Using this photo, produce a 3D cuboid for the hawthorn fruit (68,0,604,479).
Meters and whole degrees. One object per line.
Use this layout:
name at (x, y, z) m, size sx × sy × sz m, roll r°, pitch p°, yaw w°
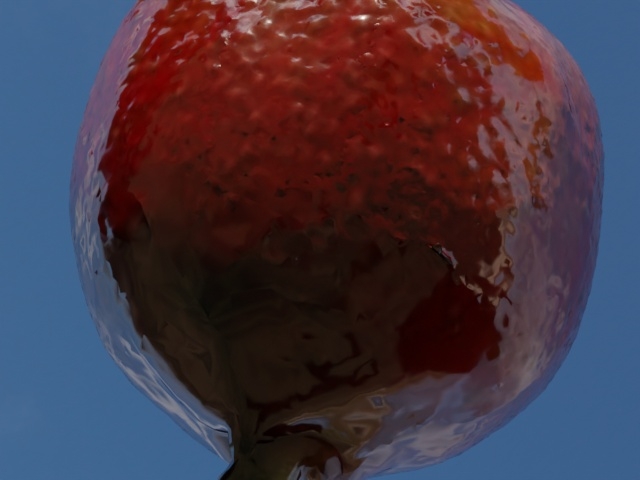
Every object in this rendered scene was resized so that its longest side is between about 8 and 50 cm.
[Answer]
hawthorn fruit at (0.000, 0.000, 0.580) m, size 0.169 × 0.169 × 0.188 m, roll 12°, pitch -116°, yaw 22°
